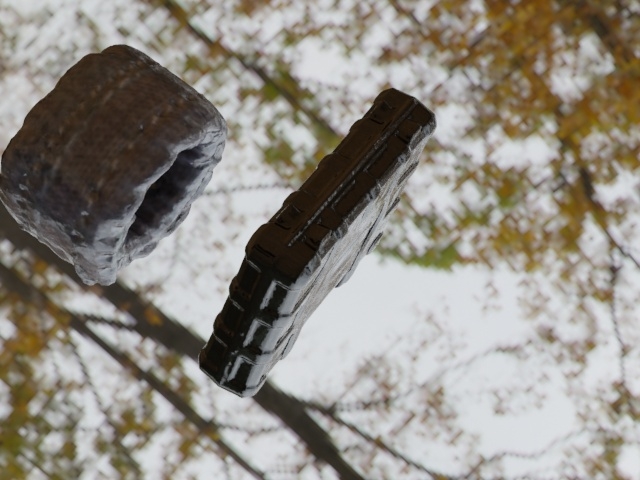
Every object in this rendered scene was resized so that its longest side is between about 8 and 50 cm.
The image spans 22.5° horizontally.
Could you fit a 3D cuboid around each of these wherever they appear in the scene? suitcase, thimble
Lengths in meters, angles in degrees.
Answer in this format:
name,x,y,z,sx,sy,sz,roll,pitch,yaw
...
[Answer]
name,x,y,z,sx,sy,sz,roll,pitch,yaw
suitcase,-0.001,0.000,1.502,0.285,0.066,0.206,-49,170,-44
thimble,-0.138,-0.052,1.082,0.150,0.098,0.150,-51,171,-11
